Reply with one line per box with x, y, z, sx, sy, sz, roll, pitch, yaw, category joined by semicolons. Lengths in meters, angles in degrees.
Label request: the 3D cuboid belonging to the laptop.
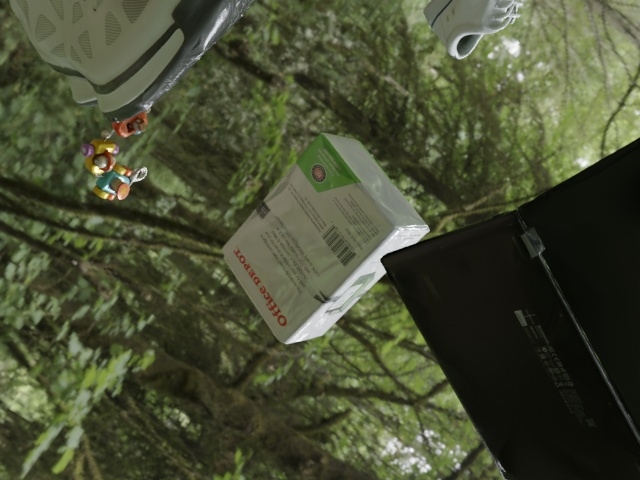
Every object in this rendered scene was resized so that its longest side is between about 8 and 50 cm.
0.356;0.094;0.941;0.236;0.382;0.407;-33;-175;-34;laptop

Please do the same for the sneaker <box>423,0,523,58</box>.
0.216;-0.308;0.902;0.094;0.091;0.258;-30;178;-16;sneaker

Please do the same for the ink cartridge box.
0.000;0.000;1.156;0.273;0.198;0.114;-47;157;26;ink cartridge box

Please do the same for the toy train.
-0.296;-0.127;1.122;0.125;0.046;0.166;-36;152;-32;toy train

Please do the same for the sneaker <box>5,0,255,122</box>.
-0.241;-0.261;0.700;0.169;0.257;0.447;-50;-152;-16;sneaker
